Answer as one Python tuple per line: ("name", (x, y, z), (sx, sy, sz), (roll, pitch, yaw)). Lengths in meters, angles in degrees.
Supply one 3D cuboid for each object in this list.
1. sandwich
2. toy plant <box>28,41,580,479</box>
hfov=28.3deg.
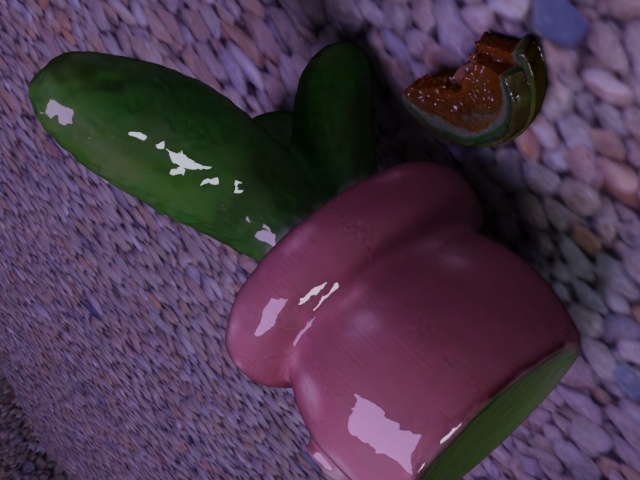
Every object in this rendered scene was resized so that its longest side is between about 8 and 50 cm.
("sandwich", (0.103, -0.091, 0.816), (0.067, 0.029, 0.135), (52, 157, -6))
("toy plant", (0.001, 0.007, 0.891), (0.356, 0.210, 0.317), (54, -160, 19))
